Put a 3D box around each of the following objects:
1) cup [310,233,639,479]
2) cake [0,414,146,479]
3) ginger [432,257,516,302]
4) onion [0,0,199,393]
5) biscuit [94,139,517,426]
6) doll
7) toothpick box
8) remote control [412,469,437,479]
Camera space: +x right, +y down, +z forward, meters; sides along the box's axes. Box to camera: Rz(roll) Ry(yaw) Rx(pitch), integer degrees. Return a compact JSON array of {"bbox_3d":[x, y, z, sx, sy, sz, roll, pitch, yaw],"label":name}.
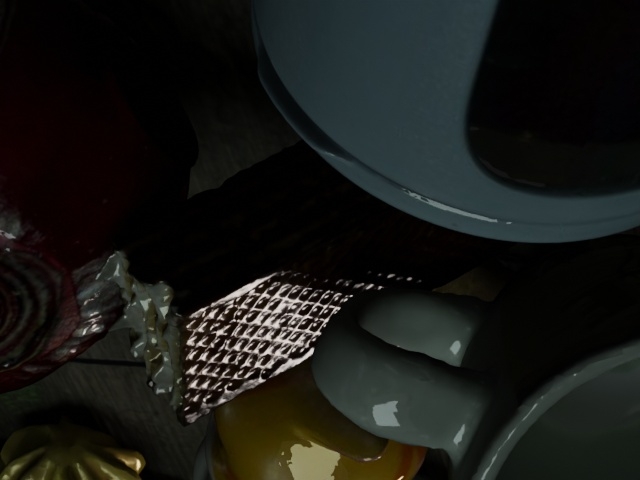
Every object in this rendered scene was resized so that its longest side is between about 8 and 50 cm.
[{"bbox_3d":[0.133,0.094,1.063,0.301,0.257,0.227,20,105,-12],"label":"cup"},{"bbox_3d":[-0.224,0.288,1.512,0.222,0.227,0.286,6,144,5],"label":"cake"},{"bbox_3d":[0.162,0.086,1.237,0.288,0.089,0.075,32,155,-17],"label":"ginger"},{"bbox_3d":[-0.166,-0.032,1.106,0.206,0.216,0.207,-30,132,16],"label":"onion"},{"bbox_3d":[0.000,0.000,1.073,0.070,0.252,0.106,50,156,31],"label":"biscuit"},{"bbox_3d":[-0.011,0.150,1.313,0.162,0.167,0.270,3,143,-1],"label":"doll"},{"bbox_3d":[0.101,-0.199,0.785,0.263,0.263,0.355,15,142,0],"label":"toothpick box"},{"bbox_3d":[0.016,0.249,1.524,0.103,0.051,0.293,28,138,-17],"label":"remote control"}]
